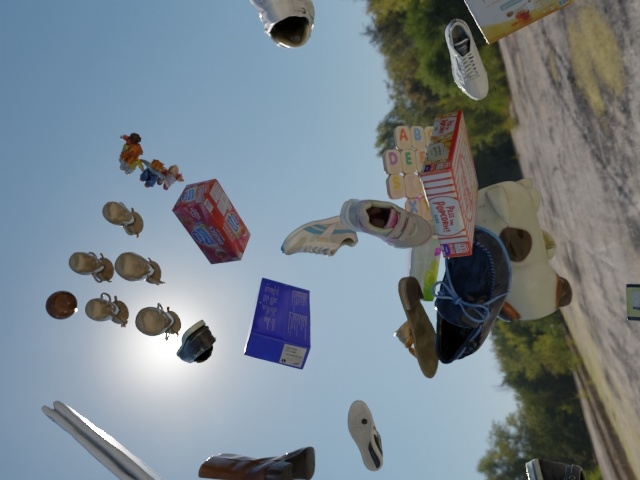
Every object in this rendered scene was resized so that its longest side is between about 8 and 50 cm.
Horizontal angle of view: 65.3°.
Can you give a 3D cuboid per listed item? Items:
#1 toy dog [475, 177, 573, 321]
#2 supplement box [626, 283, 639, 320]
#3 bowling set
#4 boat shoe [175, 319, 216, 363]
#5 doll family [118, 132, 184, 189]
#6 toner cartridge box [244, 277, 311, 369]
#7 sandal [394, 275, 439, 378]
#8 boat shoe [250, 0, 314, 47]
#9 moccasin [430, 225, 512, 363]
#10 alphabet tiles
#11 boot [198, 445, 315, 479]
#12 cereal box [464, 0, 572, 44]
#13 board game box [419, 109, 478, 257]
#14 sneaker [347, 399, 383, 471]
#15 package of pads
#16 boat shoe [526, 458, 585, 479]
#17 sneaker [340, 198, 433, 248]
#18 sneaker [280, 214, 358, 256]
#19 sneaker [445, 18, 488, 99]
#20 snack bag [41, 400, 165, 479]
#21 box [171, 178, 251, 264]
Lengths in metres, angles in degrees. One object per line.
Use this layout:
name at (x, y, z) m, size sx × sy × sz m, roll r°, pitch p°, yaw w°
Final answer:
toy dog at (0.590, 0.034, 1.490) m, size 0.395 × 0.284 × 0.408 m, roll 48°, pitch -155°, yaw -83°
supplement box at (0.746, 0.143, 1.138) m, size 0.056 × 0.083 × 0.083 m, roll 15°, pitch -104°, yaw -56°
bowling set at (-0.410, 0.081, 0.969) m, size 0.154 × 0.199 × 0.287 m, roll 71°, pitch 180°, yaw -79°
boat shoe at (-0.304, 0.269, 1.232) m, size 0.081 × 0.228 × 0.069 m, roll -37°, pitch -102°, yaw -30°
doll family at (-0.614, -0.260, 1.755) m, size 0.263 × 0.163 × 0.118 m, roll 39°, pitch -127°, yaw -15°
toner cartridge box at (-0.116, 0.229, 1.451) m, size 0.348 × 0.165 × 0.075 m, roll -93°, pitch 21°, yaw -70°
sandal at (0.208, 0.200, 1.164) m, size 0.088 × 0.079 × 0.240 m, roll -22°, pitch -80°, yaw -44°
boat shoe at (-0.059, -0.389, 0.894) m, size 0.096 × 0.098 × 0.277 m, roll 67°, pitch -165°, yaw -5°
moccasin at (0.291, 0.131, 0.978) m, size 0.116 × 0.137 × 0.342 m, roll -36°, pitch -45°, yaw -29°
alphabet tiles at (0.301, -0.197, 1.458) m, size 0.283 × 0.021 × 0.278 m, roll -8°, pitch -90°, yaw -32°
boot at (-0.176, 0.672, 1.486) m, size 0.264 × 0.280 × 0.096 m, roll -2°, pitch -94°, yaw -64°
cereal box at (0.352, -0.520, 0.959) m, size 0.240 × 0.172 × 0.047 m, roll 42°, pitch -132°, yaw -31°
board game box at (0.203, -0.090, 0.767) m, size 0.147 × 0.045 × 0.194 m, roll 66°, pitch -149°, yaw -31°
sneaker at (0.136, 0.580, 1.535) m, size 0.121 × 0.079 × 0.217 m, roll -30°, pitch -75°, yaw -82°
package of pads at (0.334, 0.021, 1.644) m, size 0.229 × 0.101 × 0.297 m, roll -82°, pitch -8°, yaw -47°
boat shoe at (0.597, 0.704, 1.151) m, size 0.500 × 0.155 × 0.187 m, roll -56°, pitch -49°, yaw -67°
sneaker at (0.180, -0.039, 1.261) m, size 0.111 × 0.252 × 0.103 m, roll -178°, pitch 100°, yaw -72°
sneaker at (0.000, 0.000, 1.390) m, size 0.092 × 0.228 × 0.087 m, roll 63°, pitch 157°, yaw 21°
sneaker at (0.413, -0.508, 1.415) m, size 0.235 × 0.090 × 0.095 m, roll 62°, pitch -163°, yaw -14°
snack bag at (-0.301, 0.419, 0.866) m, size 0.037 × 0.323 × 0.343 m, roll -52°, pitch -18°, yaw -28°
box at (-0.344, -0.056, 1.610) m, size 0.128 × 0.122 × 0.257 m, roll -75°, pitch -31°, yaw -43°
